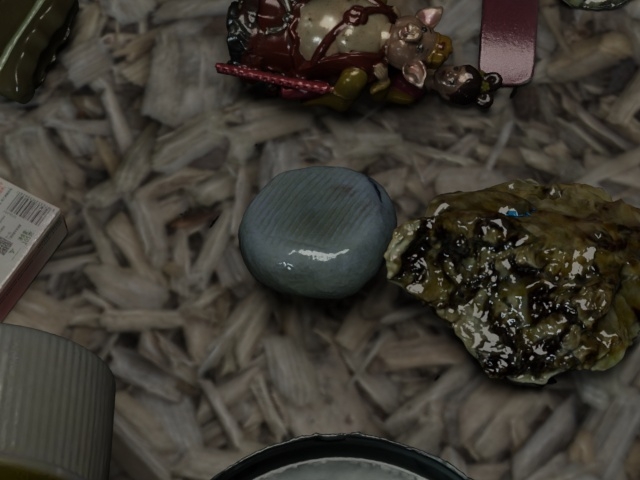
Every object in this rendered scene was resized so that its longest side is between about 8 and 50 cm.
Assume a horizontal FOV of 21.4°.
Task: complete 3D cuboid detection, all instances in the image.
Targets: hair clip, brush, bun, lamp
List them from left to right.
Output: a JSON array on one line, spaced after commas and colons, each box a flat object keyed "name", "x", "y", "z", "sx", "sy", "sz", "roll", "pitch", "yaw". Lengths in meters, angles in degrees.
[{"name": "brush", "x": -0.247, "y": -0.263, "z": 1.632, "sx": 0.084, "sy": 0.071, "sz": 0.301, "roll": 26, "pitch": 67, "yaw": 5}, {"name": "bun", "x": 0.000, "y": 0.000, "z": 1.463, "sx": 0.140, "sy": 0.083, "sz": 0.141, "roll": -8, "pitch": 40, "yaw": 7}, {"name": "lamp", "x": 0.039, "y": -0.173, "z": 1.549, "sx": 0.253, "sy": 0.118, "sz": 0.118, "roll": 13, "pitch": 62, "yaw": 11}, {"name": "hair clip", "x": 0.180, "y": -0.208, "z": 1.613, "sx": 0.054, "sy": 0.022, "sz": 0.137, "roll": 6, "pitch": 61, "yaw": 2}]

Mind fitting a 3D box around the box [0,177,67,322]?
[{"name": "box", "x": -0.294, "y": 0.010, "z": 1.494, "sx": 0.089, "sy": 0.043, "sz": 0.125, "roll": 28, "pitch": 65, "yaw": 16}]

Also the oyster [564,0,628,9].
[{"name": "oyster", "x": 0.325, "y": -0.330, "z": 1.657, "sx": 0.252, "sy": 0.087, "sz": 0.199, "roll": -15, "pitch": 60, "yaw": 8}]

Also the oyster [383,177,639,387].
[{"name": "oyster", "x": 0.188, "y": 0.015, "z": 1.449, "sx": 0.214, "sy": 0.083, "sz": 0.223, "roll": 37, "pitch": 61, "yaw": 10}]

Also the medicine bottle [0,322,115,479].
[{"name": "medicine bottle", "x": -0.262, "y": 0.270, "z": 1.244, "sx": 0.224, "sy": 0.224, "sz": 0.384, "roll": 1, "pitch": 61, "yaw": 3}]

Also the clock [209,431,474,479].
[{"name": "clock", "x": 0.013, "y": 0.302, "z": 1.308, "sx": 0.312, "sy": 0.061, "sz": 0.313, "roll": -1, "pitch": 61, "yaw": 2}]
